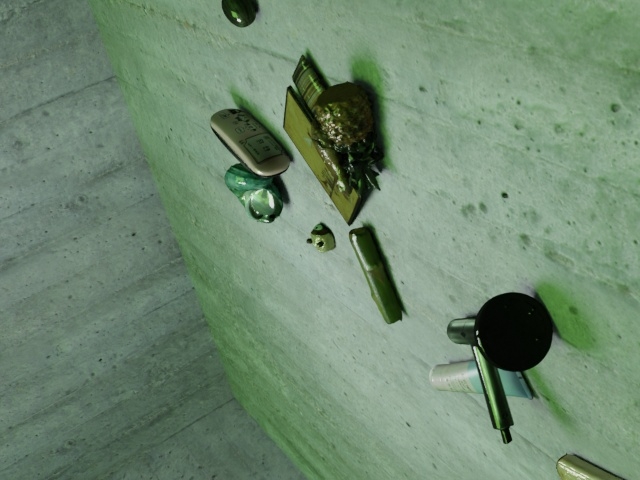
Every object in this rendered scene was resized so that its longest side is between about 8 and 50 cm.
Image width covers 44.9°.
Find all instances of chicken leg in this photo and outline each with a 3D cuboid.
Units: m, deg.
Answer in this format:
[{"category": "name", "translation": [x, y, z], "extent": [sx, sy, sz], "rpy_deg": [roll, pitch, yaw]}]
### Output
[{"category": "chicken leg", "translation": [0.028, -0.197, 1.814], "extent": [0.197, 0.069, 0.085], "rpy_deg": [69, 164, -8]}]

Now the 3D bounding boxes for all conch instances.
[{"category": "conch", "translation": [-0.196, -0.175, 2.361], "extent": [0.196, 0.134, 0.202], "rpy_deg": [12, 136, 7]}]

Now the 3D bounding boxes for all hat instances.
[{"category": "hat", "translation": [0.000, -0.001, 2.237], "extent": [0.077, 0.059, 0.076], "rpy_deg": [36, 152, 38]}]

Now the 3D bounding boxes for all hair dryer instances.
[{"category": "hair dryer", "translation": [0.396, 0.266, 1.631], "extent": [0.284, 0.156, 0.320], "rpy_deg": [57, 167, 9]}]

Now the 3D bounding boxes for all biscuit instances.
[{"category": "biscuit", "translation": [0.575, 0.503, 1.612], "extent": [0.188, 0.052, 0.056], "rpy_deg": [17, 121, 57]}]

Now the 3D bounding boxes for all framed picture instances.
[{"category": "framed picture", "translation": [0.000, -0.209, 1.990], "extent": [0.338, 0.014, 0.255], "rpy_deg": [57, 167, 10]}]

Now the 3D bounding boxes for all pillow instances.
[{"category": "pillow", "translation": [-0.007, -0.338, 1.867], "extent": [0.203, 0.038, 0.113], "rpy_deg": [58, 157, 8]}]

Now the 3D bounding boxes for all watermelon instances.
[{"category": "watermelon", "translation": [-0.208, -0.587, 1.956], "extent": [0.110, 0.078, 0.078], "rpy_deg": [52, 156, 22]}]

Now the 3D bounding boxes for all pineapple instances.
[{"category": "pineapple", "translation": [0.076, -0.225, 1.737], "extent": [0.128, 0.128, 0.248], "rpy_deg": [29, 148, 52]}]

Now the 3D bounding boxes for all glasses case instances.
[{"category": "glasses case", "translation": [-0.208, -0.287, 2.254], "extent": [0.314, 0.122, 0.075], "rpy_deg": [47, 149, 32]}]

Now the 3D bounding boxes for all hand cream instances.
[{"category": "hand cream", "translation": [0.375, 0.319, 1.833], "extent": [0.312, 0.070, 0.111], "rpy_deg": [-17, 100, 59]}]

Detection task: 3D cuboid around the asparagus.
[{"category": "asparagus", "translation": [0.146, 0.091, 2.034], "extent": [0.067, 0.060, 0.277], "rpy_deg": [-4, 115, 45]}]
